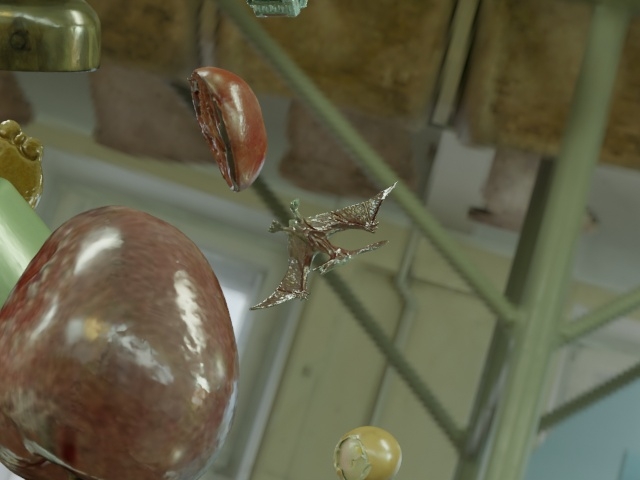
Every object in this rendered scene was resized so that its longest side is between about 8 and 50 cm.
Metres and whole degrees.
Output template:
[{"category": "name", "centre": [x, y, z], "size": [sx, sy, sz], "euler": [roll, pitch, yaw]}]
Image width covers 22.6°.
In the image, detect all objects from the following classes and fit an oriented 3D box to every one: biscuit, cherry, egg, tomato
[{"category": "biscuit", "centre": [-0.459, -0.058, 2.017], "size": [0.249, 0.184, 0.035], "euler": [-23, -21, -13]}, {"category": "cherry", "centre": [-0.172, 0.115, 1.309], "size": [0.236, 0.285, 0.213], "euler": [-12, -31, 37]}, {"category": "egg", "centre": [0.063, 0.271, 1.999], "size": [0.080, 0.080, 0.096], "euler": [1, -2, 41]}, {"category": "tomato", "centre": [-0.124, -0.172, 2.318], "size": [0.082, 0.166, 0.174], "euler": [-20, -34, -13]}]

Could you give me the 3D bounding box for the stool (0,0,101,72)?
[{"category": "stool", "centre": [-0.341, -0.335, 1.862], "size": [0.179, 0.264, 0.179], "euler": [3, 10, -1]}]

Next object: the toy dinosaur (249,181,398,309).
[{"category": "toy dinosaur", "centre": [0.000, 0.000, 1.765], "size": [0.108, 0.220, 0.032], "euler": [40, -11, 28]}]

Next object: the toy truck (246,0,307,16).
[{"category": "toy truck", "centre": [-0.065, -0.351, 2.089], "size": [0.080, 0.115, 0.177], "euler": [0, -25, 9]}]

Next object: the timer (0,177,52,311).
[{"category": "timer", "centre": [-0.418, -0.021, 1.467], "size": [0.291, 0.291, 0.315], "euler": [-9, -66, 54]}]
